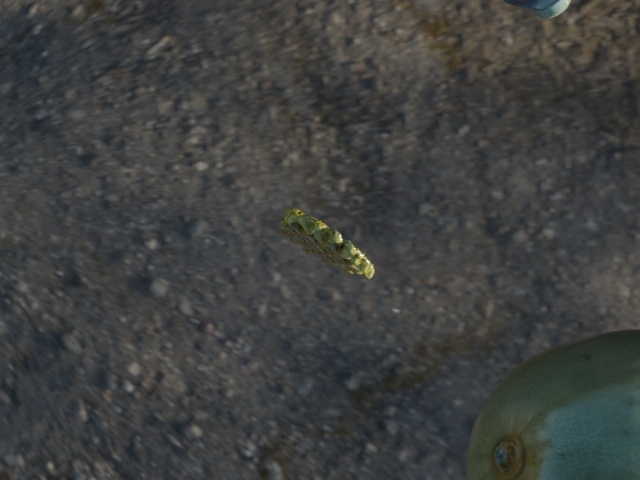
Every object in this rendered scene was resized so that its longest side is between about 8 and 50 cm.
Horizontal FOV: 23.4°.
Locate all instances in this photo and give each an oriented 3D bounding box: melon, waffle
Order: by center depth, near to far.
[{"bbox_3d":[0.002,0.001,1.080,0.078,0.085,0.016,28,82,12],"label":"waffle"},{"bbox_3d":[0.269,0.197,1.268,0.308,0.272,0.272,23,86,-6],"label":"melon"}]

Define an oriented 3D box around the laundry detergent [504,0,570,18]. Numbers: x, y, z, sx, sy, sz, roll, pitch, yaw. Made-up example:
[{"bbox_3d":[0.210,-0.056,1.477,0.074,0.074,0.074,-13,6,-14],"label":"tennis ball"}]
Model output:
[{"bbox_3d":[0.148,-0.254,1.243,0.206,0.096,0.061,50,52,-34],"label":"laundry detergent"}]
